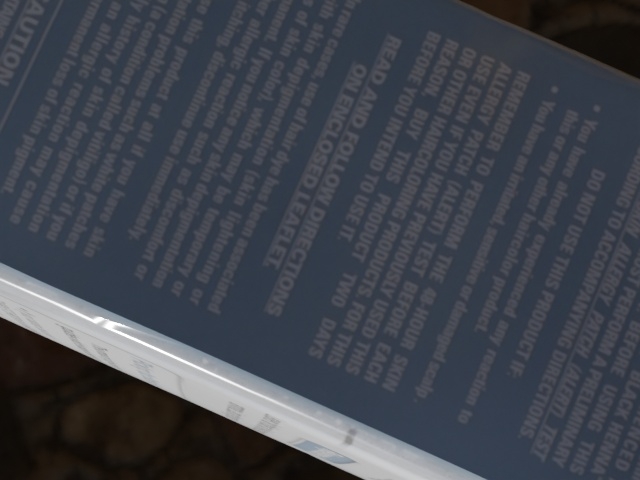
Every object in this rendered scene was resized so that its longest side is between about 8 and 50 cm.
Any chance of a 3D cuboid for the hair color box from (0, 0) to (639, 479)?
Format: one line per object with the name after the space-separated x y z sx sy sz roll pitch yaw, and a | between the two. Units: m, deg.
0.000 0.000 0.490 0.374 0.113 0.185 24 171 0 | hair color box
